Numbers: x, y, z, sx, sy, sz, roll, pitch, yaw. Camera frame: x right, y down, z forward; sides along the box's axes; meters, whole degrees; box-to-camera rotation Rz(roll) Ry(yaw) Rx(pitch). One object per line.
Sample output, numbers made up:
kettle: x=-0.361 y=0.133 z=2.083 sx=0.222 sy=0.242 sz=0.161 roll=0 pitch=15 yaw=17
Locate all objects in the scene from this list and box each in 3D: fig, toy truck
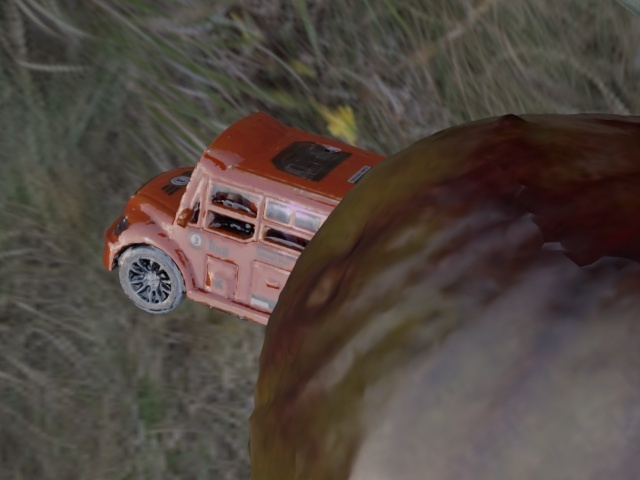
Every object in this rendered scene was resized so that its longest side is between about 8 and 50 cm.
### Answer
fig: x=0.075 y=0.127 z=0.454 sx=0.217 sy=0.217 sz=0.320 roll=16 pitch=116 yaw=10
toy truck: x=0.000 y=0.000 z=1.092 sx=0.253 sy=0.107 sz=0.114 roll=19 pitch=121 yaw=19

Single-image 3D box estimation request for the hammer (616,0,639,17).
hammer: x=0.054 y=-0.127 z=0.536 sx=0.206 sy=0.335 sz=0.119 roll=33 pitch=84 yaw=-22
